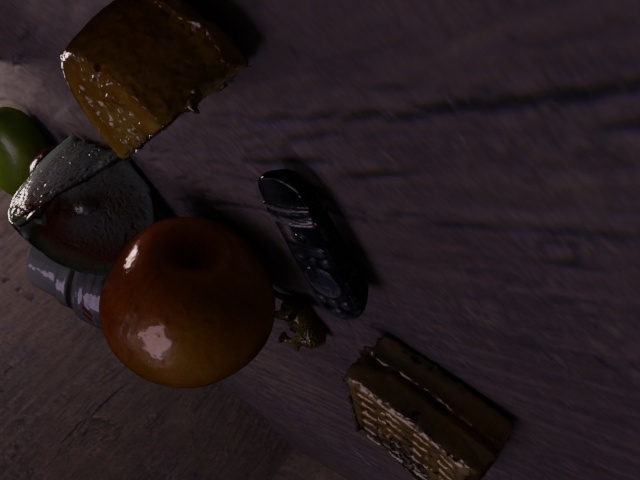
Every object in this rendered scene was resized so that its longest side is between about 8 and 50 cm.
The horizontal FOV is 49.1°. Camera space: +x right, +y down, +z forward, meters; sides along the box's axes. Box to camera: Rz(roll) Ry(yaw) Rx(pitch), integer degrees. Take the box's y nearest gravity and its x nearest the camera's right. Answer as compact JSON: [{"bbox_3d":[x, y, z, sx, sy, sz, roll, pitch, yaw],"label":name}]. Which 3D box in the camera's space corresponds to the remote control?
[{"bbox_3d":[0.000,0.000,0.896,0.090,0.066,0.266,9,143,33],"label":"remote control"}]

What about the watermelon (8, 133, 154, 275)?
[{"bbox_3d":[-0.408,-0.059,1.317,0.289,0.214,0.320,46,-155,-16],"label":"watermelon"}]

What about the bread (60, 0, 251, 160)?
[{"bbox_3d":[-0.176,-0.168,0.699,0.139,0.143,0.229,45,158,-18],"label":"bread"}]

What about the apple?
[{"bbox_3d":[-0.221,0.097,1.183,0.299,0.299,0.275,37,142,9],"label":"apple"}]

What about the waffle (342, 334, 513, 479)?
[{"bbox_3d":[0.170,0.319,1.200,0.261,0.114,0.376,32,160,20],"label":"waffle"}]

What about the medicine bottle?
[{"bbox_3d":[-0.446,0.069,1.521,0.306,0.245,0.245,23,158,11],"label":"medicine bottle"}]

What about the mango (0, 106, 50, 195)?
[{"bbox_3d":[-0.700,-0.202,1.632,0.175,0.143,0.293,45,151,4],"label":"mango"}]

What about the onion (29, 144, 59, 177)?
[{"bbox_3d":[-0.555,-0.139,1.498,0.131,0.131,0.131,35,161,14],"label":"onion"}]

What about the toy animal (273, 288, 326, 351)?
[{"bbox_3d":[-0.037,0.163,1.309,0.136,0.073,0.181,12,144,41],"label":"toy animal"}]
